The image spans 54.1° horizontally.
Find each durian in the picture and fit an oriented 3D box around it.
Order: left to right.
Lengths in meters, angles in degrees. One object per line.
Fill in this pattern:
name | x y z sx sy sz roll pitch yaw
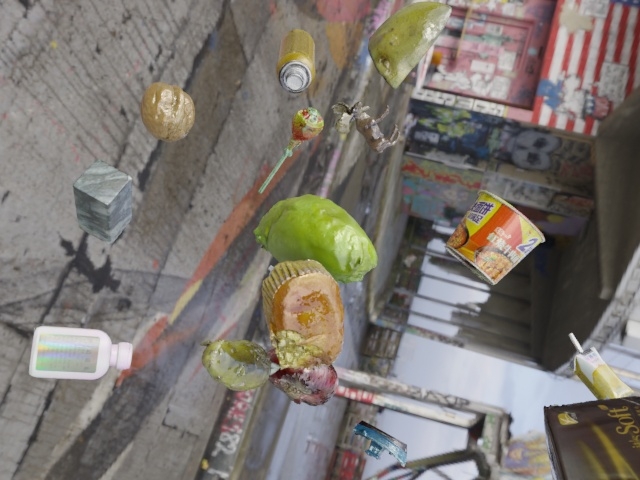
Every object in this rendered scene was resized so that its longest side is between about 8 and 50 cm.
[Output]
durian | 0.000 0.000 1.601 0.204 0.256 0.339 -55 -160 -18

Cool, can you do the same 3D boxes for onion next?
onion | -0.058 0.407 1.991 0.272 0.272 0.195 83 31 -62

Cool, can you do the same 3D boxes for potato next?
potato | -0.191 0.283 1.439 0.225 0.090 0.117 31 56 -53
potato | 0.149 -0.356 1.080 0.120 0.081 0.149 -37 -156 43

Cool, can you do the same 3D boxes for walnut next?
walnut | -0.422 -0.352 1.734 0.166 0.149 0.167 22 58 -41

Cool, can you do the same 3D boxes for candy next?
candy | -0.063 -0.164 1.181 0.201 0.060 0.060 -52 180 27

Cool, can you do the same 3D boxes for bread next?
bread | -0.036 0.168 1.404 0.133 0.179 0.250 -135 -141 -63

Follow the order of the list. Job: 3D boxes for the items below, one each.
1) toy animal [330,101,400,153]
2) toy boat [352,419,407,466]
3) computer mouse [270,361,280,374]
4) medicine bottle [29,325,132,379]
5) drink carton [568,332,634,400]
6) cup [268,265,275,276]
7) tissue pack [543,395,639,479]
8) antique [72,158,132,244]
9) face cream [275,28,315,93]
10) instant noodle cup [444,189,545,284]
toy animal | 0.146 -0.380 2.055 0.214 0.186 0.094 63 9 -5
toy boat | 0.129 0.448 1.375 0.061 0.137 0.060 -62 155 -12
computer mouse | -0.194 0.312 1.595 0.089 0.181 0.056 56 53 -67
medicine bottle | -0.554 0.263 1.460 0.078 0.219 0.115 160 -65 -68
drink carton | 0.692 0.331 1.599 0.084 0.200 0.074 -21 143 -18
cup | -0.130 0.126 2.131 0.074 0.116 0.104 -49 120 -11
tissue pack | 0.466 0.422 0.932 0.370 0.198 0.210 -63 143 -68
antique | -0.465 -0.076 1.349 0.088 0.086 0.183 -60 178 -34
face cream | -0.066 -0.480 1.696 0.349 0.105 0.105 -92 -171 -59
instant noodle cup | 0.434 0.002 1.603 0.174 0.213 0.213 -51 169 2
